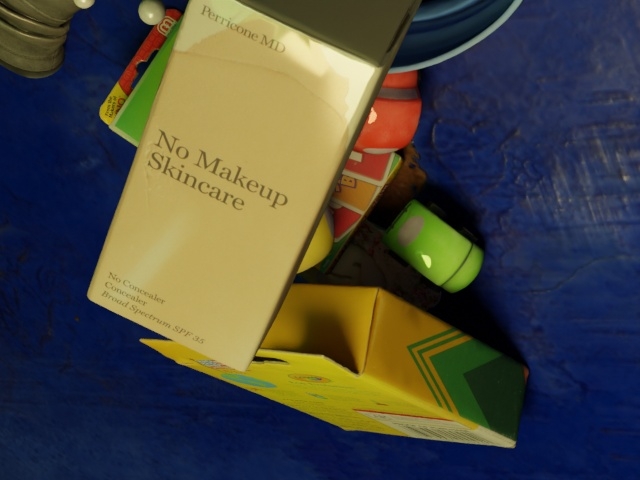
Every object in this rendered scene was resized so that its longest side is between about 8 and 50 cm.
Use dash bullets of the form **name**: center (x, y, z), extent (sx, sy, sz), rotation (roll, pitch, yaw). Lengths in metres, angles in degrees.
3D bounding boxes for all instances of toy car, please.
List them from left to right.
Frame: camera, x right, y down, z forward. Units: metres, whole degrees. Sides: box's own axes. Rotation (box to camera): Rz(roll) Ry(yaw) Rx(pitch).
- **toy car**: center (0.062, -0.023, 1.387), extent (0.225, 0.239, 0.053), rotation (35, -175, -28)

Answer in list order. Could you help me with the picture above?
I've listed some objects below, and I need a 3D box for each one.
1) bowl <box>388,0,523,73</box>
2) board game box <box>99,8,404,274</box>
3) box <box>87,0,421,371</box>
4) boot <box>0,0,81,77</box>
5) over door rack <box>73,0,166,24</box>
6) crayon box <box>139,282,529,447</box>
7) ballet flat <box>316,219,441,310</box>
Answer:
- **bowl**: center (0.010, -0.313, 1.228), extent (0.391, 0.077, 0.391), rotation (21, 134, 23)
- **board game box**: center (-0.067, -0.092, 1.447), extent (0.259, 0.124, 0.039), rotation (34, -178, 11)
- **box**: center (-0.054, -0.067, 1.208), extent (0.148, 0.121, 0.311), rotation (25, 129, 2)
- **boot**: center (-0.339, -0.305, 1.475), extent (0.338, 0.118, 0.223), rotation (50, 144, -2)
- **over door rack**: center (-0.107, -0.288, 1.200), extent (0.324, 0.108, 0.239), rotation (2, 126, 36)
- **crayon box**: center (0.021, 0.103, 1.436), extent (0.202, 0.081, 0.318), rotation (2, 164, 35)
- **ballet flat**: center (0.000, 0.000, 1.497), extent (0.241, 0.077, 0.091), rotation (38, 139, 3)
